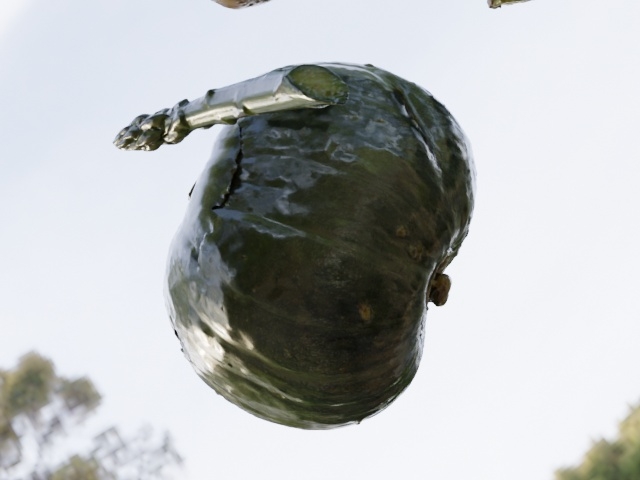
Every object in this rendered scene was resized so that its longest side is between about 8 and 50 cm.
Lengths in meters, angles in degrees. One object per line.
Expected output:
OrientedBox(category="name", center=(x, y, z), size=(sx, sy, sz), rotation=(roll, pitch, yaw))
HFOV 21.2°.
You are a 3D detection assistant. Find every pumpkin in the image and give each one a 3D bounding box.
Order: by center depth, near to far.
OrientedBox(category="pumpkin", center=(0.000, 0.000, 1.561), size=(0.291, 0.257, 0.328), rotation=(100, -167, -57))

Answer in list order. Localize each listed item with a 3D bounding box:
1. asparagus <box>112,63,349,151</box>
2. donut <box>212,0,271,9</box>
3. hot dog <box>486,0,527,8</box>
OrientedBox(category="asparagus", center=(-0.054, -0.076, 0.984), size=(0.034, 0.236, 0.027), rotation=(-39, -73, -30))
OrientedBox(category="donut", center=(-0.054, -0.314, 1.540), size=(0.226, 0.114, 0.226), rotation=(-52, -11, -14))
OrientedBox(category="hot dog", center=(0.281, -0.351, 1.861), size=(0.093, 0.123, 0.261), rotation=(19, -50, -29))
